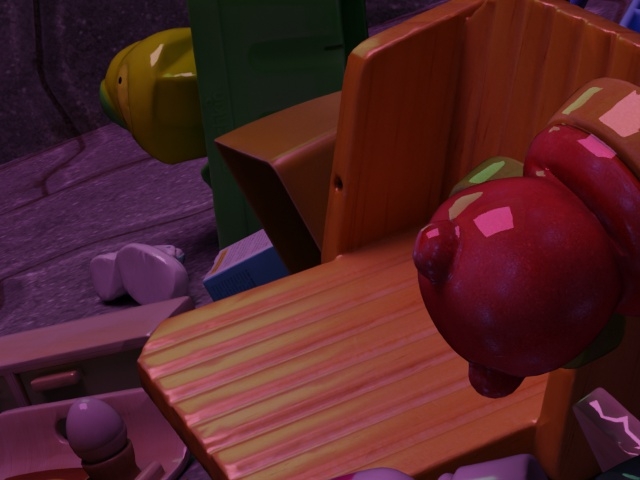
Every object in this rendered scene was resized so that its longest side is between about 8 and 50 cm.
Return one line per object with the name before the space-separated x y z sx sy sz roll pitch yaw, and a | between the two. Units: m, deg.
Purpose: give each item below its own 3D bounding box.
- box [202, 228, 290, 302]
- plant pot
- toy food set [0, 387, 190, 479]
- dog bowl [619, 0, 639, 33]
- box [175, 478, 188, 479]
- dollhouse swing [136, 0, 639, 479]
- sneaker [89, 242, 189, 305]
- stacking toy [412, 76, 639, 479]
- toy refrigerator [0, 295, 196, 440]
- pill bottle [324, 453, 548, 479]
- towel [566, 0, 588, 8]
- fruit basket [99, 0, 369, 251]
box | 0.000 0.000 1.622 0.244 0.060 0.100 -26 14 16
plant pot | 0.052 -0.044 1.435 0.187 0.212 0.212 -34 18 -10
toy food set | -0.264 0.215 1.244 0.220 0.092 0.306 -11 18 30
dog bowl | 0.409 -0.217 1.737 0.166 0.074 0.297 14 26 14
box | -0.152 0.238 1.094 0.059 0.054 0.169 -10 18 33
dollhouse swing | 0.056 -0.004 1.091 0.305 0.315 0.347 -4 25 -26
sneaker | -0.195 0.032 1.825 0.094 0.080 0.212 -16 10 -30
stacking toy | 0.132 0.089 0.800 0.130 0.309 0.279 -32 8 -15
toy refrigerator | -0.236 0.139 1.449 0.269 0.102 0.094 -12 18 27
pill bottle | -0.008 0.211 0.799 0.283 0.160 0.160 -17 16 13
towel | 0.195 -0.139 1.570 0.209 0.034 0.285 -54 -10 -37
fruit basket | -0.122 -0.168 1.842 0.392 0.392 0.283 -16 16 17
